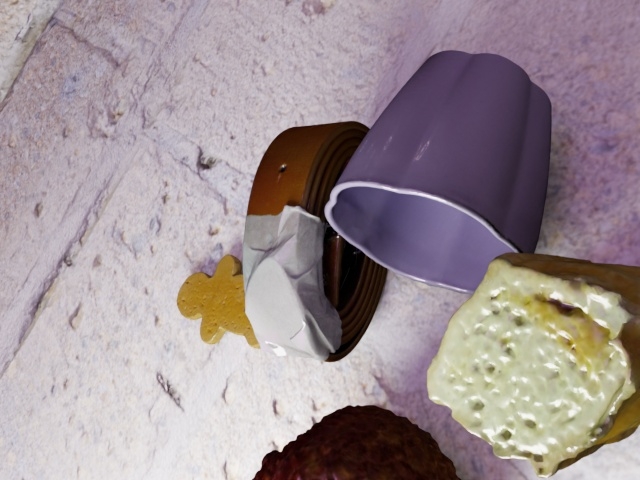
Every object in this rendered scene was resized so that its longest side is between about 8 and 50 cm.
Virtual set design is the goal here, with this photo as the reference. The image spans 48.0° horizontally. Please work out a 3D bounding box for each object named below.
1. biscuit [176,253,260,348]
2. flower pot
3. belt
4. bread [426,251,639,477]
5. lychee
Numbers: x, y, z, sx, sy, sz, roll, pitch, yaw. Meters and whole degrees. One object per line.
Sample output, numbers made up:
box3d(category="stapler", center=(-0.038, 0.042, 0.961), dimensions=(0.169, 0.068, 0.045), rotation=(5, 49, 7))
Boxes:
box3d(category="biscuit", center=(-0.156, 0.104, 1.230), dimensions=(0.240, 0.035, 0.158), rotation=(5, 73, 41))
box3d(category="flower pot", center=(0.173, -0.092, 0.911), dimensions=(0.265, 0.265, 0.243), rotation=(9, 63, 42))
box3d(category="belt", center=(0.000, 0.000, 1.020), dimensions=(0.122, 0.217, 0.339), rotation=(1, 79, 40))
box3d(category="bread", center=(0.251, 0.113, 0.719), dimensions=(0.238, 0.252, 0.196), rotation=(15, 101, 48))
box3d(category="lychee", center=(0.037, 0.323, 0.835), dimensions=(0.260, 0.260, 0.261), rotation=(-17, 62, 34))
